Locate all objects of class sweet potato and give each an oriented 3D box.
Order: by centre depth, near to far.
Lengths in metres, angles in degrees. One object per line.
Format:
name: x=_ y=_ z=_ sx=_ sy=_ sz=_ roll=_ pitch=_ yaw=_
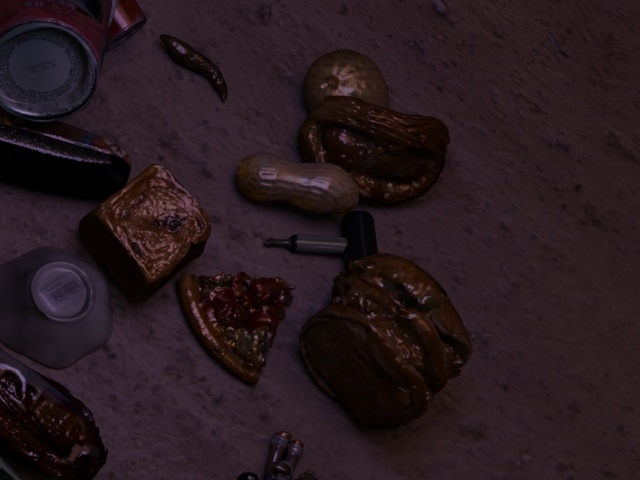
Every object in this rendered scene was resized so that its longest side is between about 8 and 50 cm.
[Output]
sweet potato: x=-0.207 y=-0.296 z=2.051 sx=0.153 sy=0.038 sz=0.041 roll=41 pitch=75 yaw=-14

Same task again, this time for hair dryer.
hair dryer: x=0.000 y=0.000 z=2.005 sx=0.197 sy=0.057 sz=0.101 roll=3 pitch=62 yaw=-21

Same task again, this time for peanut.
peanut: x=-0.036 y=-0.093 z=1.992 sx=0.206 sy=0.087 sz=0.087 roll=11 pitch=60 yaw=-10
peanut: x=0.044 y=-0.260 z=2.119 sx=0.159 sy=0.109 sz=0.141 roll=-11 pitch=68 yaw=-34

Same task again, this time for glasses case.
glasses case: x=-0.436 y=-0.133 z=1.790 sx=0.320 sy=0.122 sz=0.082 roll=15 pitch=60 yaw=-21

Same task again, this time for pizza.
pizza: x=-0.116 y=0.098 z=1.885 sx=0.201 sy=0.053 sz=0.193 roll=47 pitch=54 yaw=1

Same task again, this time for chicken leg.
chicken leg: x=-0.441 y=0.168 z=1.633 sx=0.407 sy=0.096 sz=0.158 roll=44 pitch=20 yaw=6

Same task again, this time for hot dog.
hot dog: x=0.093 y=-0.150 z=2.063 sx=0.258 sy=0.175 sz=0.114 roll=10 pitch=37 yaw=-21

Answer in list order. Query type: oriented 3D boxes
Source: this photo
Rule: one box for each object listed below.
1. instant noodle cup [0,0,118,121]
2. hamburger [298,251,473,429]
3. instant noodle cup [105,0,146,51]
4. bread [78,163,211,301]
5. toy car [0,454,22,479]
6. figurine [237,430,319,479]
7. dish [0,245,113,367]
instant noodle cup: x=-0.404 y=-0.305 z=1.773 sx=0.243 sy=0.244 sz=0.255 roll=15 pitch=32 yaw=-21
hamburger: x=0.095 y=0.141 z=1.878 sx=0.260 sy=0.245 sz=0.211 roll=28 pitch=55 yaw=36
instant noodle cup: x=-0.355 y=-0.385 z=1.975 sx=0.127 sy=0.127 sz=0.136 roll=-40 pitch=96 yaw=-36
bread: x=-0.258 y=-0.011 z=1.813 sx=0.149 sy=0.143 sz=0.158 roll=-36 pitch=85 yaw=-30
toy car: x=-0.478 y=0.279 z=1.587 sx=0.224 sy=0.076 sz=0.090 roll=45 pitch=55 yaw=-1
figurine: x=-0.058 y=0.365 z=1.755 sx=0.147 sy=0.093 sz=0.197 roll=35 pitch=53 yaw=-22
dish: x=-0.376 y=0.082 z=1.748 sx=0.190 sy=0.066 sz=0.191 roll=12 pitch=61 yaw=-23
